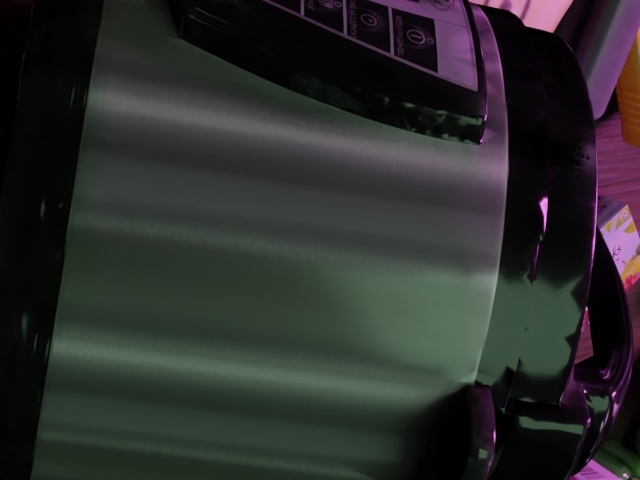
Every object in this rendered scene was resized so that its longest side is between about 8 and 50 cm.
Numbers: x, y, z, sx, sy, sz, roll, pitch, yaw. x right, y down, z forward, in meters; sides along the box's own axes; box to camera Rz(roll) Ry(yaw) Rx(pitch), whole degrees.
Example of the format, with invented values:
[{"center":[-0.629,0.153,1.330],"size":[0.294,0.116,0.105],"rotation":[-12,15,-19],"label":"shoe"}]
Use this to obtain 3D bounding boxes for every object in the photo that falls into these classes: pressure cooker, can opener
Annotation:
[{"center":[-0.002,0.004,0.907],"size":[0.421,0.375,0.369],"rotation":[10,78,-10],"label":"pressure cooker"},{"center":[0.236,-0.242,1.141],"size":[0.095,0.076,0.283],"rotation":[5,116,-28],"label":"can opener"}]

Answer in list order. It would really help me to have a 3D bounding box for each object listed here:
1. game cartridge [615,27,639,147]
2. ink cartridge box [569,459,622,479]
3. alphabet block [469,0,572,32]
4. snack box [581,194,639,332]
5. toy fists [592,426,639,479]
[{"center":[0.368,-0.292,1.308],"size":[0.285,0.053,0.323],"rotation":[-38,131,-25],"label":"game cartridge"},{"center":[0.181,0.371,1.420],"size":[0.069,0.176,0.370],"rotation":[1,111,-37],"label":"ink cartridge box"},{"center":[0.098,-0.269,1.035],"size":[0.192,0.193,0.197],"rotation":[33,90,-41],"label":"alphabet block"},{"center":[0.273,0.035,1.419],"size":[0.141,0.037,0.100],"rotation":[-41,129,-14],"label":"snack box"},{"center":[0.370,0.288,1.578],"size":[0.279,0.096,0.142],"rotation":[-15,117,-30],"label":"toy fists"}]
